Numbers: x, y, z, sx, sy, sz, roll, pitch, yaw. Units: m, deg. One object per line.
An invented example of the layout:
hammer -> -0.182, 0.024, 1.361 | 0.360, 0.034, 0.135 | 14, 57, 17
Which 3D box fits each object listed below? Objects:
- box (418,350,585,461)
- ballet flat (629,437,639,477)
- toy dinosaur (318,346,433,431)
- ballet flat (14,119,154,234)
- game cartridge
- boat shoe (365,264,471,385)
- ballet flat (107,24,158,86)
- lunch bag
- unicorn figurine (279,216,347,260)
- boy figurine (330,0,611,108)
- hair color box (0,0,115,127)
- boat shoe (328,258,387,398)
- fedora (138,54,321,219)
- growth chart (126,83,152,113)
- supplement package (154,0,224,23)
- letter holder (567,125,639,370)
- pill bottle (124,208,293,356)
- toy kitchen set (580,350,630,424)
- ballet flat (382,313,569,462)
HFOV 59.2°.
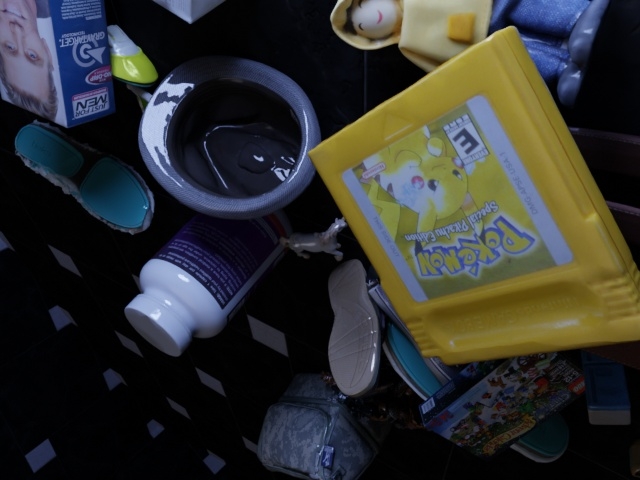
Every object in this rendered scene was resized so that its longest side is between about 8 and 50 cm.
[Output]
box -> 0.298, 0.248, 0.903 | 0.159, 0.044, 0.233 | 34, 113, -22
ballet flat -> 0.617, 0.397, 0.898 | 0.232, 0.073, 0.080 | 17, 141, 30
toy dinosaur -> 0.131, 0.357, 1.265 | 0.322, 0.164, 0.218 | -12, 142, 25
ballet flat -> -0.535, -0.151, 1.336 | 0.409, 0.147, 0.147 | 35, 147, 12
game cartridge -> 0.158, -0.015, 0.621 | 0.285, 0.053, 0.323 | -24, 97, 48
boat shoe -> 0.230, 0.144, 0.916 | 0.340, 0.127, 0.158 | 43, 154, -5
ballet flat -> -0.380, -0.345, 0.979 | 0.231, 0.077, 0.077 | 30, 133, 16
lunch bag -> -0.001, 0.499, 1.450 | 0.305, 0.256, 0.212 | -11, 123, 49
unicorn figurine -> 0.000, 0.000, 1.012 | 0.162, 0.060, 0.111 | -15, 157, 14
boy figurine -> 0.142, -0.234, 0.588 | 0.285, 0.092, 0.177 | 22, 146, 19
hair color box -> -0.434, -0.372, 0.880 | 0.174, 0.105, 0.347 | 24, 128, 23
boat shoe -> 0.073, 0.155, 0.987 | 0.103, 0.285, 0.092 | -32, 126, 20
fedora -> -0.125, -0.145, 0.877 | 0.276, 0.243, 0.124 | 21, 173, 11
growth chart -> -0.297, -0.182, 1.068 | 0.172, 0.021, 0.237 | 30, 143, 53
supplement package -> -0.178, -0.404, 0.636 | 0.203, 0.149, 0.194 | 34, 147, 8
letter holder -> 0.307, 0.000, 0.654 | 0.302, 0.152, 0.214 | 18, 140, 29
pill bottle -> -0.203, 0.051, 1.047 | 0.182, 0.323, 0.181 | 25, 144, 20
toy kitchen set -> 0.459, 0.147, 0.747 | 0.207, 0.122, 0.166 | -7, 128, 23
ballet flat -> 0.267, 0.275, 1.057 | 0.400, 0.139, 0.139 | 35, 147, 4
